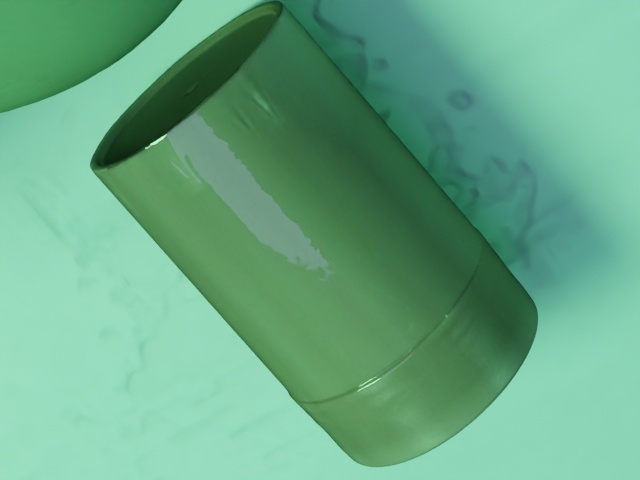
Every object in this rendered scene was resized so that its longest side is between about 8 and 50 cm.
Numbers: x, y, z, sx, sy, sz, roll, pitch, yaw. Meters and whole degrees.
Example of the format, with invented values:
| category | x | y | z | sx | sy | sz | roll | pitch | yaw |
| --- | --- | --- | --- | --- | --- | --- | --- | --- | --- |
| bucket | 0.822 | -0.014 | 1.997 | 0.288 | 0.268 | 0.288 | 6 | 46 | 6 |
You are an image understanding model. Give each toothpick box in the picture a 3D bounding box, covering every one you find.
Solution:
| category | x | y | z | sx | sy | sz | roll | pitch | yaw |
| --- | --- | --- | --- | --- | --- | --- | --- | --- | --- |
| toothpick box | 0.000 | 0.000 | 0.704 | 0.111 | 0.111 | 0.181 | -34 | 110 | 22 |

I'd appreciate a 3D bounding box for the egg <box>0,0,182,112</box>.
| category | x | y | z | sx | sy | sz | roll | pitch | yaw |
| --- | --- | --- | --- | --- | --- | --- | --- | --- | --- |
| egg | -0.153 | -0.140 | 0.563 | 0.203 | 0.282 | 0.203 | 7 | 101 | 42 |
